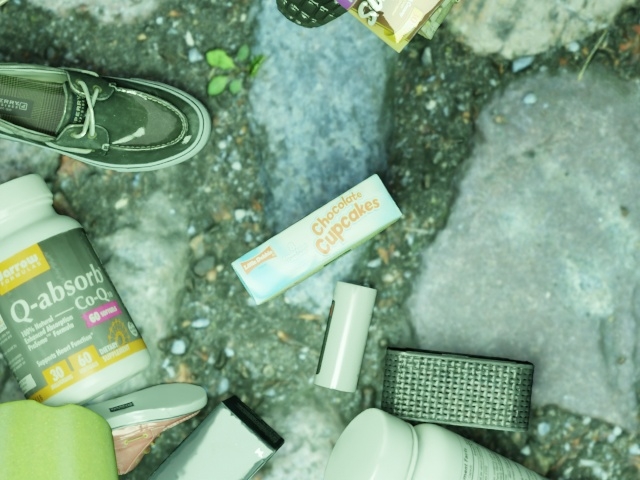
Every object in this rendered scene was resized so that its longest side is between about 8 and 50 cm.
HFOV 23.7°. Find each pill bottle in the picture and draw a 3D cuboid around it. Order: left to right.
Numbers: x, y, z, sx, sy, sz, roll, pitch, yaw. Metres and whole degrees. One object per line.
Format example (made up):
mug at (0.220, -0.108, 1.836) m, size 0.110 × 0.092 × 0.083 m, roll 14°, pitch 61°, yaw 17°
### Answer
pill bottle at (-0.339, 0.069, 1.888) m, size 0.162 × 0.162 × 0.278 m, roll -29°, pitch 87°, yaw 1°
pill bottle at (0.154, 0.315, 1.812) m, size 0.283 × 0.160 × 0.160 m, roll 27°, pitch 89°, yaw -19°

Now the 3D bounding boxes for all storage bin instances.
storage bin at (0.166, 0.181, 1.880) m, size 0.180 × 0.122 × 0.084 m, roll 7°, pitch 89°, yaw 3°

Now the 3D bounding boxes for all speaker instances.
speaker at (0.032, 0.120, 1.922) m, size 0.055 × 0.055 × 0.136 m, roll 12°, pitch 89°, yaw 3°

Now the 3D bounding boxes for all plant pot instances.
plant pot at (-0.330, 0.333, 1.766) m, size 0.276 × 0.276 × 0.254 m, roll -6°, pitch 57°, yaw 2°

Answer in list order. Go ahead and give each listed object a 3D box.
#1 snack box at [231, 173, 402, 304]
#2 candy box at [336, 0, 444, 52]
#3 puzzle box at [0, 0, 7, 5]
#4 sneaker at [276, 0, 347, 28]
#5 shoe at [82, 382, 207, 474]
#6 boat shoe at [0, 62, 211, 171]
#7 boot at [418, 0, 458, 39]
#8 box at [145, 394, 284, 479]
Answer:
snack box at (0.000, 0.000, 1.794) m, size 0.187 × 0.322 × 0.060 m, roll -32°, pitch 89°, yaw 1°
candy box at (0.061, -0.330, 1.852) m, size 0.186 × 0.053 × 0.109 m, roll 38°, pitch 114°, yaw -7°
puzzle box at (-0.516, -0.280, 1.786) m, size 0.272 × 0.409 × 0.052 m, roll -32°, pitch 87°, yaw 2°
sneaker at (0.044, -0.397, 1.926) m, size 0.107 × 0.124 × 0.283 m, roll 31°, pitch 114°, yaw -5°
shoe at (-0.227, 0.239, 1.930) m, size 0.178 × 0.063 × 0.081 m, roll -13°, pitch 117°, yaw -14°
boat shoe at (-0.307, -0.154, 1.915) m, size 0.335 × 0.119 × 0.121 m, roll 5°, pitch 88°, yaw 3°
boot at (0.184, -0.320, 1.922) m, size 0.213 × 0.077 × 0.165 m, roll 31°, pitch 89°, yaw 8°
box at (-0.133, 0.277, 1.872) m, size 0.093 × 0.158 × 0.156 m, roll 43°, pitch 90°, yaw 3°
